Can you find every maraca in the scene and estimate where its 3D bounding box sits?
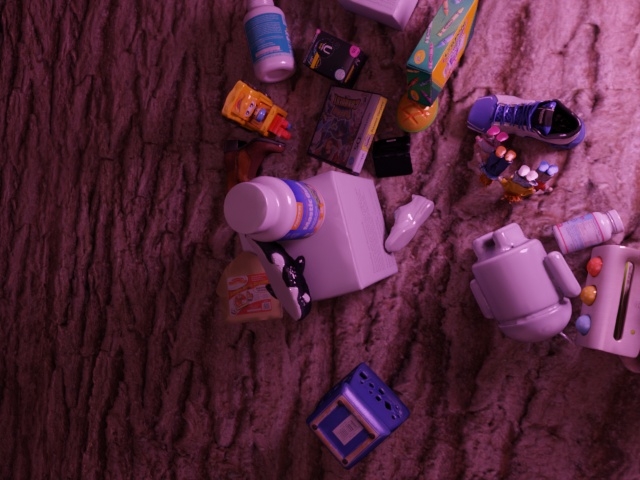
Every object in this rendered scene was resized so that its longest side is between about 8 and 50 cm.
[{"bbox_3d":[0.302,-0.419,1.470,0.127,0.099,0.185,19,87,20],"label":"maraca"}]

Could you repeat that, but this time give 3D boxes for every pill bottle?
[{"bbox_3d":[-0.177,-0.685,1.623,0.146,0.146,0.263,-14,88,22],"label":"pill bottle"},{"bbox_3d":[-0.105,-0.073,1.134,0.153,0.272,0.152,1,93,23],"label":"pill bottle"},{"bbox_3d":[0.736,-0.026,1.320,0.160,0.087,0.087,-22,85,21],"label":"pill bottle"}]

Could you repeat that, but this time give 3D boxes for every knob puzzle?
[{"bbox_3d":[-0.193,0.126,1.314,0.214,0.030,0.212,-2,83,15],"label":"knob puzzle"}]

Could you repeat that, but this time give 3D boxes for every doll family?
[{"bbox_3d":[0.523,-0.192,1.365,0.263,0.163,0.118,41,77,14],"label":"doll family"}]

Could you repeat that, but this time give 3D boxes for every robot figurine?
[{"bbox_3d":[0.561,0.132,1.338,0.300,0.200,0.353,-31,80,53],"label":"robot figurine"}]

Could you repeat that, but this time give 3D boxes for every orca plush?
[{"bbox_3d":[-0.094,0.067,1.251,0.287,0.102,0.151,48,143,26],"label":"orca plush"}]

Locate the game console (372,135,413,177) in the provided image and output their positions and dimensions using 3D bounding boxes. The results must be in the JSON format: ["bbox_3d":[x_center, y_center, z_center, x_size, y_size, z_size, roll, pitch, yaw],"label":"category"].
[{"bbox_3d":[0.235,-0.271,1.551,0.122,0.071,0.107,-4,61,22],"label":"game console"}]

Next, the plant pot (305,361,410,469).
[{"bbox_3d":[0.110,0.571,1.541,0.236,0.212,0.236,47,108,14],"label":"plant pot"}]

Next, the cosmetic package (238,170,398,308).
[{"bbox_3d":[0.000,0.000,1.456,0.330,0.394,0.327,-16,87,23],"label":"cosmetic package"}]

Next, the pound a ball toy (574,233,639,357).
[{"bbox_3d":[0.758,0.128,1.220,0.136,0.208,0.318,13,85,5],"label":"pound a ball toy"}]

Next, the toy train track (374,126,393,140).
[{"bbox_3d":[0.196,-0.351,1.562,0.084,0.014,0.048,-16,80,16],"label":"toy train track"}]

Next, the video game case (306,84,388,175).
[{"bbox_3d":[0.075,-0.359,1.527,0.275,0.035,0.248,33,107,50],"label":"video game case"}]

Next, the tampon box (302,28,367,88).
[{"bbox_3d":[0.048,-0.589,1.560,0.161,0.101,0.120,31,105,17],"label":"tampon box"}]

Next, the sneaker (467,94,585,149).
[{"bbox_3d":[0.572,-0.344,1.318,0.316,0.182,0.127,19,98,20],"label":"sneaker"}]

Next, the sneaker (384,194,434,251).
[{"bbox_3d":[0.258,-0.057,1.501,0.094,0.080,0.212,35,74,30],"label":"sneaker"}]

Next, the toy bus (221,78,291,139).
[{"bbox_3d":[-0.197,-0.417,1.614,0.212,0.220,0.149,34,100,11],"label":"toy bus"}]

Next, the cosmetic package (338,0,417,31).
[{"bbox_3d":[0.194,-0.805,1.469,0.224,0.138,0.224,31,102,18],"label":"cosmetic package"}]

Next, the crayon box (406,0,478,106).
[{"bbox_3d":[0.344,-0.546,1.360,0.081,0.165,0.278,28,81,19],"label":"crayon box"}]

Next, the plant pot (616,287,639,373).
[{"bbox_3d":[0.939,0.237,1.187,0.274,0.256,0.256,14,98,5],"label":"plant pot"}]

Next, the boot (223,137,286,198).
[{"bbox_3d":[-0.239,-0.219,1.702,0.265,0.096,0.280,2,94,22],"label":"boot"}]
